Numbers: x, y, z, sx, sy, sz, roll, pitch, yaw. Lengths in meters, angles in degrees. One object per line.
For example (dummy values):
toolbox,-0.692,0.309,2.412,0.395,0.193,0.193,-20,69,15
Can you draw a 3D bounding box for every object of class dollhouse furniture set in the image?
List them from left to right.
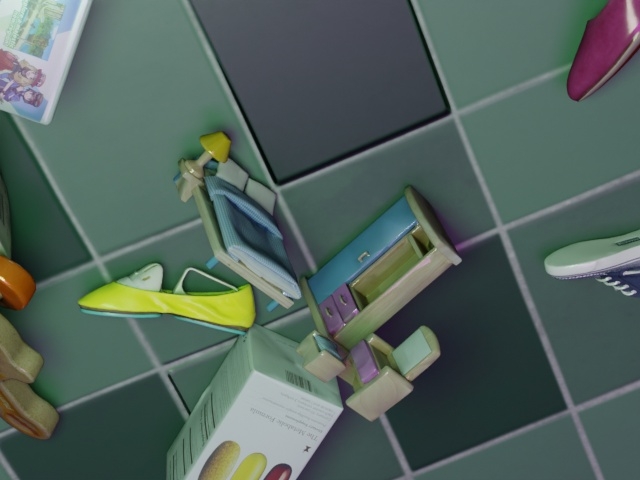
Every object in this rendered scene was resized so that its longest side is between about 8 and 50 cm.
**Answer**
dollhouse furniture set,0.000,0.000,1.635,0.198,0.286,0.303,-43,125,14

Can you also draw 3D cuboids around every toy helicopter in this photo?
toy helicopter,-0.438,0.148,1.720,0.235,0.140,0.355,10,147,25

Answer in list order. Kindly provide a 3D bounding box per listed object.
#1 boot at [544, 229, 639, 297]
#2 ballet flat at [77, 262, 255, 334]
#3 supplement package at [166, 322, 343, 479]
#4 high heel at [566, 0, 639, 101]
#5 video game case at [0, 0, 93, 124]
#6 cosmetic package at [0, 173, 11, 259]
boot,0.395,0.043,1.823,0.190,0.069,0.086,-13,114,-2
ballet flat,-0.195,0.069,1.773,0.231,0.077,0.077,9,93,-14
supplement package,-0.093,0.258,1.835,0.139,0.134,0.244,25,111,-17
high heel,0.358,-0.354,1.631,0.181,0.127,0.377,36,114,9
video game case,-0.377,-0.321,1.444,0.300,0.036,0.329,19,107,-12
cosmetic package,-0.535,-0.029,1.617,0.310,0.113,0.160,-8,157,-3
